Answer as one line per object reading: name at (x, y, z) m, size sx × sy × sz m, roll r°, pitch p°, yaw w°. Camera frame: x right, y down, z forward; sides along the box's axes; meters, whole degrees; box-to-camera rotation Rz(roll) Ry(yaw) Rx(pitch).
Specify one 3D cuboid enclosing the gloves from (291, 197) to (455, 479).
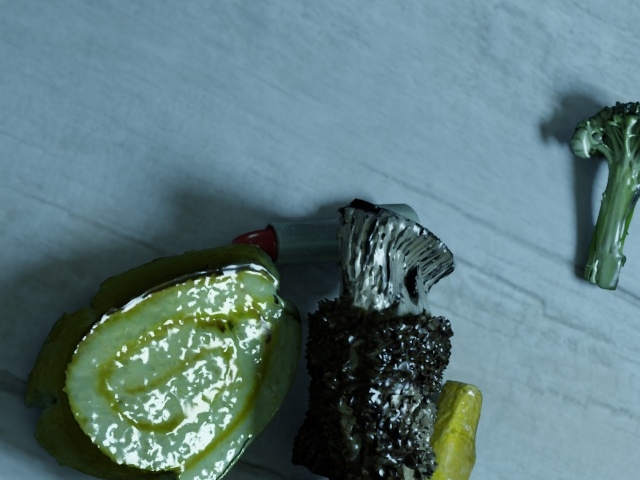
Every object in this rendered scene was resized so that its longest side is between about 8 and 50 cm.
gloves at (0.049, 0.131, 1.355) m, size 0.135 × 0.210 × 0.312 m, roll 5°, pitch 74°, yaw -2°

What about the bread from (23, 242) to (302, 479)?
bread at (-0.126, 0.111, 1.322) m, size 0.257 × 0.124 × 0.186 m, roll -38°, pitch 108°, yaw -28°

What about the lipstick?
lipstick at (0.000, -0.001, 1.441) m, size 0.186 × 0.057 × 0.063 m, roll -2°, pitch 113°, yaw -24°

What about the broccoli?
broccoli at (0.321, -0.049, 1.605) m, size 0.122 × 0.118 × 0.204 m, roll 15°, pitch 92°, yaw -57°

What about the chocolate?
chocolate at (0.102, 0.235, 1.456) m, size 0.085 × 0.085 × 0.219 m, roll 31°, pitch 67°, yaw -22°
